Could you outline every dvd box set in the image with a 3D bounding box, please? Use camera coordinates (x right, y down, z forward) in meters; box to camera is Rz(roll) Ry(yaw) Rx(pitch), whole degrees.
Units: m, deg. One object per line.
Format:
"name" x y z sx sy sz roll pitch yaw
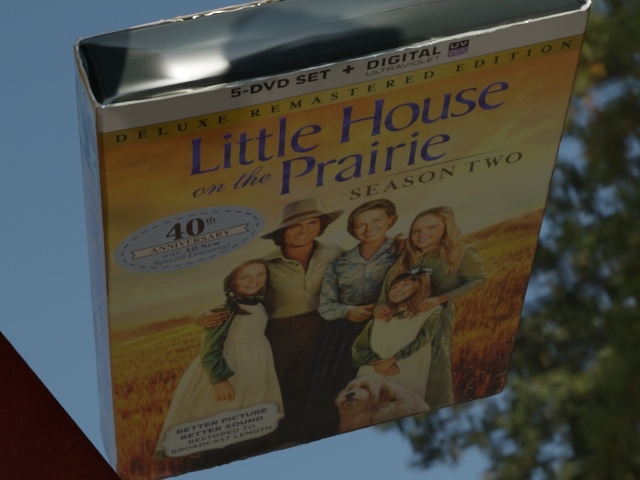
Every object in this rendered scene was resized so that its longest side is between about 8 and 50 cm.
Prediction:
"dvd box set" 0.000 0.000 1.302 0.307 0.062 0.420 -13 -35 -14

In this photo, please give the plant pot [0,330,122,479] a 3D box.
"plant pot" -0.271 0.182 1.164 0.267 0.236 0.267 -13 -57 40
